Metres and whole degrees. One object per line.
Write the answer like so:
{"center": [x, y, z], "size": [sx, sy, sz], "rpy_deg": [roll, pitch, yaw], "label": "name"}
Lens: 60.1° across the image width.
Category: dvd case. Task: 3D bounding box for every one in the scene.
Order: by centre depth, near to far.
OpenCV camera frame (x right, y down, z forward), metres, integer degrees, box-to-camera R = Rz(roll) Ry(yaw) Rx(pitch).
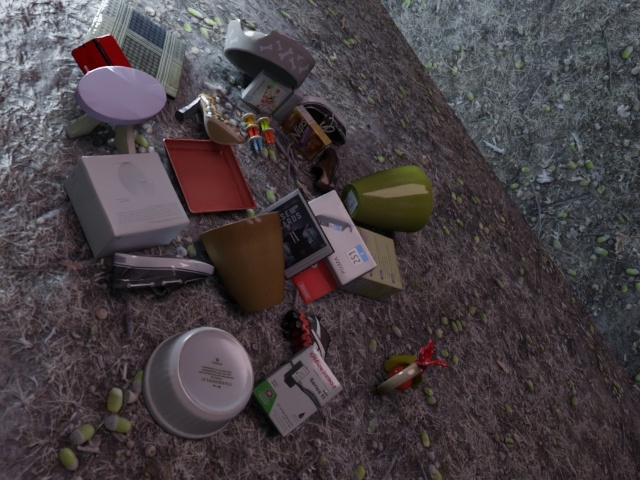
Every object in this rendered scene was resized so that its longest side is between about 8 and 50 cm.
{"center": [-0.086, -0.021, 1.791], "size": [0.239, 0.179, 0.029], "rpy_deg": [61, 12, 8], "label": "dvd case"}

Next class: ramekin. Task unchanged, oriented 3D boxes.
{"center": [-0.287, 0.338, 1.364], "size": [0.272, 0.127, 0.273], "rpy_deg": [26, 47, -31], "label": "ramekin"}

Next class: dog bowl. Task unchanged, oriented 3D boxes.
{"center": [-0.197, -0.674, 2.043], "size": [0.348, 0.348, 0.102], "rpy_deg": [22, 88, -33], "label": "dog bowl"}

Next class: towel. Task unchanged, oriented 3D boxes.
{"center": [-0.599, -0.626, 1.814], "size": [0.312, 0.056, 0.324], "rpy_deg": [28, 44, -33], "label": "towel"}

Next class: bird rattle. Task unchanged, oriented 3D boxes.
{"center": [0.289, 0.438, 1.795], "size": [0.207, 0.253, 0.143], "rpy_deg": [-27, 82, -27], "label": "bird rattle"}

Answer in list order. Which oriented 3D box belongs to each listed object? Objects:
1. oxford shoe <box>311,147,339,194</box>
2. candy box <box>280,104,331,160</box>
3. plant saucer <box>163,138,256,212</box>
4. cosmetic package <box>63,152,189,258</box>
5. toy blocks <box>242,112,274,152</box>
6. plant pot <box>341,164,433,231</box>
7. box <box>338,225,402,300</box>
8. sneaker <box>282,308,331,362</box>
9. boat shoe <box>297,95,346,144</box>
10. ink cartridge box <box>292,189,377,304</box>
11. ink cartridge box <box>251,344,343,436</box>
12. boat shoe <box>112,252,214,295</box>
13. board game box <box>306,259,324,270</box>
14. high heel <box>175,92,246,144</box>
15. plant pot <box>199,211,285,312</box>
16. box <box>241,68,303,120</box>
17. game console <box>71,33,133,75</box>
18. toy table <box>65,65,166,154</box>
{"center": [0.015, -0.287, 2.151], "size": [0.096, 0.083, 0.227], "rpy_deg": [26, 46, -25], "label": "oxford shoe"}
{"center": [-0.058, -0.418, 2.150], "size": [0.187, 0.109, 0.053], "rpy_deg": [51, 39, -3], "label": "candy box"}
{"center": [-0.354, -0.197, 1.743], "size": [0.258, 0.047, 0.259], "rpy_deg": [-8, 70, -48], "label": "plant saucer"}
{"center": [-0.504, -0.095, 1.447], "size": [0.224, 0.138, 0.225], "rpy_deg": [-14, 72, -49], "label": "cosmetic package"}
{"center": [-0.214, -0.381, 2.008], "size": [0.123, 0.054, 0.148], "rpy_deg": [3, 61, -43], "label": "toy blocks"}
{"center": [0.240, -0.159, 2.170], "size": [0.293, 0.275, 0.275], "rpy_deg": [-4, 65, -30], "label": "plant pot"}
{"center": [0.158, 0.080, 2.002], "size": [0.243, 0.117, 0.214], "rpy_deg": [19, 51, -37], "label": "box"}
{"center": [-0.020, 0.336, 1.655], "size": [0.135, 0.097, 0.276], "rpy_deg": [7, 57, -40], "label": "sneaker"}
{"center": [0.010, -0.476, 2.243], "size": [0.306, 0.113, 0.105], "rpy_deg": [32, 49, -57], "label": "boat shoe"}
{"center": [0.001, 0.021, 1.816], "size": [0.261, 0.066, 0.296], "rpy_deg": [-27, 82, -14], "label": "ink cartridge box"}
{"center": [-0.066, 0.402, 1.499], "size": [0.208, 0.087, 0.153], "rpy_deg": [-35, 88, -20], "label": "ink cartridge box"}
{"center": [-0.406, 0.094, 1.449], "size": [0.301, 0.108, 0.102], "rpy_deg": [9, 89, -56], "label": "boat shoe"}
{"center": [0.000, 0.000, 1.873], "size": [0.201, 0.035, 0.136], "rpy_deg": [-31, 83, -13], "label": "board game box"}
{"center": [-0.322, -0.411, 1.833], "size": [0.261, 0.093, 0.186], "rpy_deg": [27, 43, 12], "label": "high heel"}
{"center": [-0.200, 0.072, 1.595], "size": [0.237, 0.237, 0.254], "rpy_deg": [-16, 91, -49], "label": "plant pot"}
{"center": [-0.180, -0.547, 2.091], "size": [0.186, 0.145, 0.038], "rpy_deg": [25, 47, -32], "label": "box"}
{"center": [-0.644, -0.524, 1.651], "size": [0.144, 0.124, 0.085], "rpy_deg": [61, -1, -18], "label": "game console"}
{"center": [-0.580, -0.369, 1.550], "size": [0.274, 0.161, 0.252], "rpy_deg": [-17, 75, -50], "label": "toy table"}
